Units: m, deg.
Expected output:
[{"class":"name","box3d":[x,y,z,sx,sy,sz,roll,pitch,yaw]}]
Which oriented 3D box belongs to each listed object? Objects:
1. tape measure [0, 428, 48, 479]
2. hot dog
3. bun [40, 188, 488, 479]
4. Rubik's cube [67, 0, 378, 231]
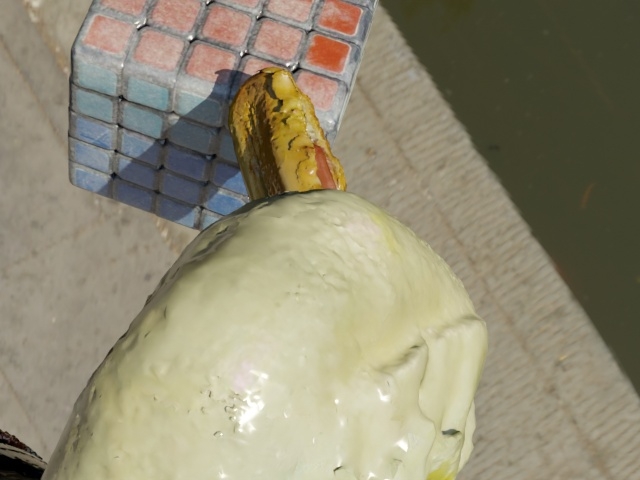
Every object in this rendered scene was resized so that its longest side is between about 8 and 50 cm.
[{"class":"tape measure","box3d":[-0.218,0.223,0.718,0.202,0.135,0.223,-48,126,-21]},{"class":"hot dog","box3d":[-0.001,0.001,0.878,0.068,0.083,0.289,1,59,-38]},{"class":"bun","box3d":[-0.015,0.095,0.518,0.141,0.239,0.239,29,63,22]},{"class":"Rubik's cube","box3d":[-0.086,-0.159,1.117,0.237,0.237,0.238,18,59,0]}]
